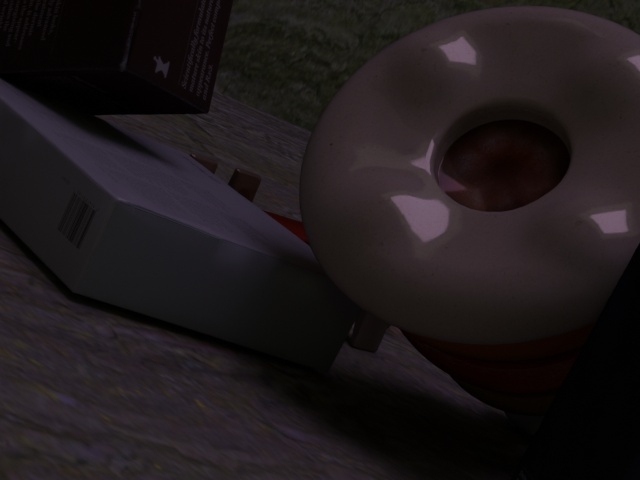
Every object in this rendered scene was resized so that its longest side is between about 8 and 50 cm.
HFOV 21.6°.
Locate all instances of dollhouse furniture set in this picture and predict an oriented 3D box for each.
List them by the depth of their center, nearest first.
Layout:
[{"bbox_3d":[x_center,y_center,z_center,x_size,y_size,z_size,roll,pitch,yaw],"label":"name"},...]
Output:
[{"bbox_3d":[0.000,0.000,1.798,0.262,0.135,0.259,33,11,40],"label":"dollhouse furniture set"}]

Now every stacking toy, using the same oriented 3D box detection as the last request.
[{"bbox_3d":[0.193,0.054,1.552,0.351,0.350,0.480,32,-24,33],"label":"stacking toy"}]

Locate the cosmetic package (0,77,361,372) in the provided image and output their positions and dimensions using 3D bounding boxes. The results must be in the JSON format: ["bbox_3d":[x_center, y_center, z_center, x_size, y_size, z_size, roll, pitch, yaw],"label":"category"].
[{"bbox_3d":[-0.170,-0.026,1.563,0.284,0.097,0.377,19,11,-37],"label":"cosmetic package"}]

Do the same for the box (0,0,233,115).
[{"bbox_3d":[-0.276,-0.236,1.716,0.381,0.191,0.143,3,-15,39],"label":"box"}]

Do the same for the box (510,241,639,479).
[{"bbox_3d":[0.334,0.168,1.244,0.296,0.294,0.183,24,8,-14],"label":"box"}]
